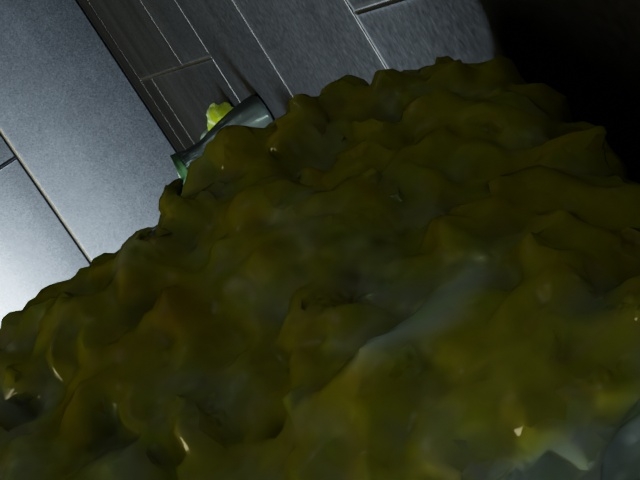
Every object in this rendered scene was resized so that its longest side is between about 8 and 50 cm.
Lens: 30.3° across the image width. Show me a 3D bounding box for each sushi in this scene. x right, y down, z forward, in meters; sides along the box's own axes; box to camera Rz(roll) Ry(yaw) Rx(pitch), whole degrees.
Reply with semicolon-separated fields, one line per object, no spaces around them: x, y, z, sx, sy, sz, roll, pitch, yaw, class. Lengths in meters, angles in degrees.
0.020;0.156;0.479;0.240;0.351;0.396;49;169;49;sushi

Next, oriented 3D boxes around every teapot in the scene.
-0.100;-0.098;1.168;0.042;0.111;0.043;55;173;10;teapot

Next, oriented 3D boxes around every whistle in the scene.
-0.113;-0.118;1.475;0.104;0.057;0.198;60;167;18;whistle
